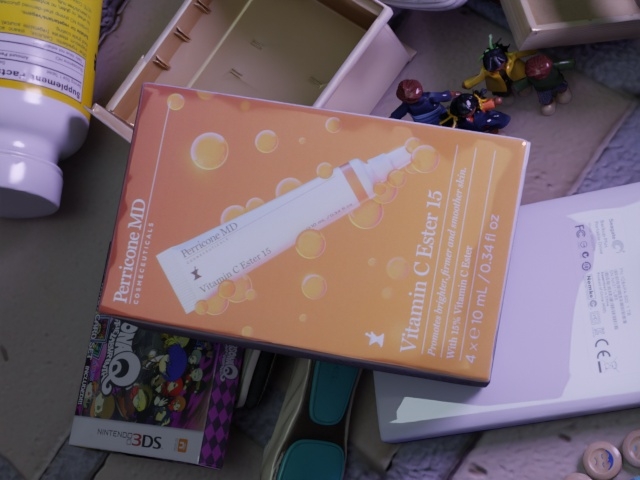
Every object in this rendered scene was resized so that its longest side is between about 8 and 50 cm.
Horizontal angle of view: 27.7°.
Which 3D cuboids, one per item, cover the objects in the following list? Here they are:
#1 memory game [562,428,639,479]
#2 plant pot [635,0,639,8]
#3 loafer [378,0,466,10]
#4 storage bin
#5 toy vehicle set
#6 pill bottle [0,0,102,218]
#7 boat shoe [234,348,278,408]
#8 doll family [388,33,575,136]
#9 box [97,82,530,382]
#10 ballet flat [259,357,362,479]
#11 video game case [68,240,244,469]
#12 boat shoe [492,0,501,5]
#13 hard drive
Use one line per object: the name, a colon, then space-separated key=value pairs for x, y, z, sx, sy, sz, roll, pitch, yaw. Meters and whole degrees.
memory game: x=0.301 y=0.263 z=1.178 sx=0.186 sy=0.012 sz=0.186 roll=-6 pitch=73 yaw=20
plant pot: x=0.415 y=-0.301 z=1.151 sx=0.280 sy=0.323 sz=0.323 roll=-29 pitch=66 yaw=30
loafer: x=0.050 y=-0.323 z=1.373 sx=0.319 sy=0.111 sz=0.112 roll=36 pitch=115 yaw=35
storage bin: x=-0.080 y=-0.178 z=1.395 sx=0.260 sy=0.123 sz=0.262 roll=36 pitch=91 yaw=26
toy vehicle set: x=0.237 y=-0.320 z=1.304 sx=0.166 sy=0.035 sz=0.266 roll=-8 pitch=68 yaw=-18
pill bottle: x=-0.350 y=-0.203 z=1.477 sx=0.188 sy=0.188 sz=0.334 roll=-2 pitch=75 yaw=22
boat shoe: x=-0.031 y=0.070 z=1.329 sx=0.079 sy=0.084 sz=0.233 roll=20 pitch=94 yaw=-17
doll family: x=0.158 y=-0.146 z=1.296 sx=0.193 sy=0.111 sz=0.076 roll=-33 pitch=66 yaw=11
box: x=0.000 y=0.000 z=1.185 sx=0.345 sy=0.168 sz=0.215 roll=9 pitch=83 yaw=7
ballet flat: x=-0.013 y=0.188 z=1.295 sx=0.086 sy=0.086 sz=0.248 roll=15 pitch=84 yaw=25
video game case: x=-0.165 y=0.113 z=1.360 sx=0.210 sy=0.042 sz=0.232 roll=0 pitch=75 yaw=42
boat shoe: x=0.150 y=-0.351 z=1.370 sx=0.095 sy=0.095 sz=0.257 roll=-42 pitch=66 yaw=-4
hard drive: x=0.203 y=0.070 z=1.256 sx=0.319 sy=0.040 sz=0.210 roll=-11 pitch=72 yaw=19
